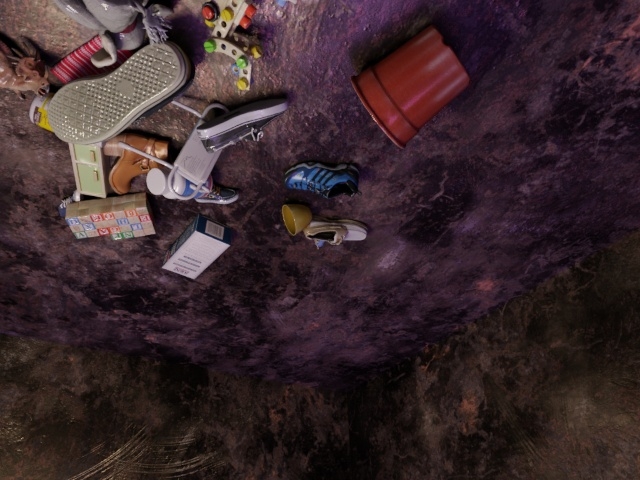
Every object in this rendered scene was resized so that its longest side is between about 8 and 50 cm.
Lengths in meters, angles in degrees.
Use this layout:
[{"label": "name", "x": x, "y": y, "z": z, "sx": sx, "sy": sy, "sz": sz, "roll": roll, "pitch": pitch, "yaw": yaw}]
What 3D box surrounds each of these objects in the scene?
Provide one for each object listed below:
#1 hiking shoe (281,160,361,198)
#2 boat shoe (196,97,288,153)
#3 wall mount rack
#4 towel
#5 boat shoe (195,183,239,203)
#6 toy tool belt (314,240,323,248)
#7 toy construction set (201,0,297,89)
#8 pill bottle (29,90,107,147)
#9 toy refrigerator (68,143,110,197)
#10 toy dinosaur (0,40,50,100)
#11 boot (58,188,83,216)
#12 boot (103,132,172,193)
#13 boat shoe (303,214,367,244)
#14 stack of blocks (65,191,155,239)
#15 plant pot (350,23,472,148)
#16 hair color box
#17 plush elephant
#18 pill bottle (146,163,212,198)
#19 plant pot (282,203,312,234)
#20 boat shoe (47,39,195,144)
[{"label": "hiking shoe", "x": 0.001, "y": -0.225, "z": 1.614, "sx": 0.304, "sy": 0.132, "sz": 0.113, "roll": -4, "pitch": 142, "yaw": 3}, {"label": "boat shoe", "x": -0.239, "y": -0.369, "z": 1.371, "sx": 0.306, "sy": 0.113, "sz": 0.105, "roll": -27, "pitch": 126, "yaw": -13}, {"label": "wall mount rack", "x": -0.456, "y": -0.321, "z": 1.390, "sx": 0.130, "sy": 0.350, "sz": 0.304, "roll": 10, "pitch": 161, "yaw": 48}, {"label": "towel", "x": -0.662, "y": -0.511, "z": 1.307, "sx": 0.275, "sy": 0.031, "sz": 0.199, "roll": -19, "pitch": 138, "yaw": 21}, {"label": "boat shoe", "x": -0.423, "y": -0.196, "z": 1.687, "sx": 0.183, "sy": 0.065, "sz": 0.083, "roll": -2, "pitch": 143, "yaw": 1}, {"label": "toy tool belt", "x": 0.000, "y": 0.000, "z": 1.965, "sx": 0.052, "sy": 0.051, "sz": 0.083, "roll": 9, "pitch": 140, "yaw": -14}, {"label": "toy construction set", "x": -0.191, "y": -0.591, "z": 1.126, "sx": 0.215, "sy": 0.151, "sz": 0.328, "roll": 41, "pitch": 121, "yaw": -11}, {"label": "pill bottle", "x": -0.802, "y": -0.386, "z": 1.367, "sx": 0.215, "sy": 0.117, "sz": 0.117, "roll": 23, "pitch": 136, "yaw": -16}, {"label": "toy refrigerator", "x": -0.837, "y": -0.281, "z": 1.540, "sx": 0.102, "sy": 0.094, "sz": 0.269, "roll": 11, "pitch": 140, "yaw": -15}, {"label": "toy dinosaur", "x": -0.922, "y": -0.523, "z": 1.217, "sx": 0.200, "sy": 0.127, "sz": 0.296, "roll": -34, "pitch": 120, "yaw": 24}, {"label": "boot", "x": -1.021, "y": -0.148, "z": 1.720, "sx": 0.086, "sy": 0.069, "sz": 0.190, "roll": 10, "pitch": 141, "yaw": -23}, {"label": "boot", "x": -0.662, "y": -0.275, "z": 1.565, "sx": 0.220, "sy": 0.109, "sz": 0.283, "roll": 3, "pitch": 135, "yaw": -13}, {"label": "boat shoe", "x": 0.067, "y": -0.032, "z": 1.886, "sx": 0.302, "sy": 0.103, "sz": 0.113, "roll": 7, "pitch": 141, "yaw": -11}, {"label": "stack of blocks", "x": -0.851, "y": -0.088, "z": 1.731, "sx": 0.297, "sy": 0.087, "sz": 0.171, "roll": -10, "pitch": 144, "yaw": -14}, {"label": "plant pot", "x": 0.275, "y": -0.462, "z": 1.244, "sx": 0.265, "sy": 0.272, "sz": 0.272, "roll": -35, "pitch": 131, "yaw": 24}, {"label": "hair color box", "x": -0.572, "y": 0.037, "z": 1.945, "sx": 0.174, "sy": 0.105, "sz": 0.347, "roll": 27, "pitch": 133, "yaw": -31}, {"label": "plush elephant", "x": -0.518, "y": -0.591, "z": 1.050, "sx": 0.330, "sy": 0.272, "sz": 0.255, "roll": 51, "pitch": 156, "yaw": -18}, {"label": "pill bottle", "x": -0.510, "y": -0.213, "z": 1.533, "sx": 0.124, "sy": 0.124, "sz": 0.221, "roll": -26, "pitch": 175, "yaw": 27}, {"label": "plant pot", "x": -0.092, "y": -0.100, "z": 1.791, "sx": 0.095, "sy": 0.134, "sz": 0.134, "roll": -19, "pitch": 147, "yaw": -22}, {"label": "boat shoe", "x": -0.581, "y": -0.422, "z": 1.243, "sx": 0.500, "sy": 0.156, "sz": 0.186, "roll": -21, "pitch": 103, "yaw": 16}]
